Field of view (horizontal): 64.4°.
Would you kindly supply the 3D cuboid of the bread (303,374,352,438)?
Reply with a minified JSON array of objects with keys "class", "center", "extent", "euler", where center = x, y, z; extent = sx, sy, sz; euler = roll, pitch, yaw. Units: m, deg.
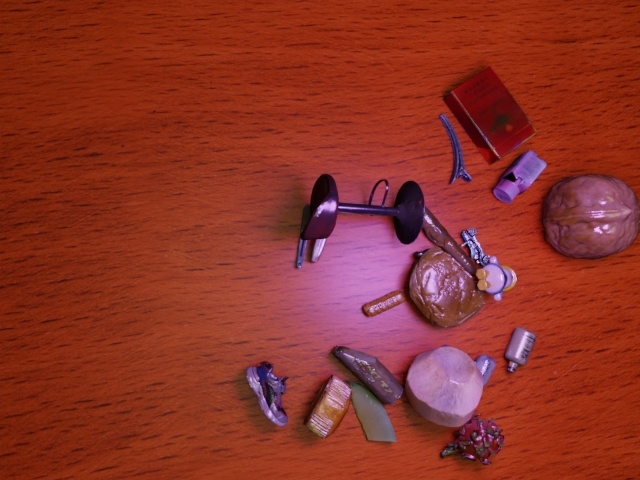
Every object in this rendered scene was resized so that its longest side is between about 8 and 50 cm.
[{"class":"bread","center":[0.029,0.555,1.692],"extent":[0.114,0.132,0.190],"euler":[35,84,-1]}]

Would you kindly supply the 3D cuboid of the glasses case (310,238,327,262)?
[{"class":"glasses case","center":[0.000,0.000,1.794],"extent":[0.041,0.063,0.164],"euler":[18,80,-2]}]

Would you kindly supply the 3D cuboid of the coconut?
[{"class":"coconut","center":[0.415,0.492,1.705],"extent":[0.259,0.259,0.259],"euler":[1,83,-7]}]

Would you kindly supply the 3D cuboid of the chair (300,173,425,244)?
[{"class":"chair","center":[0.122,-0.104,1.701],"extent":[0.400,0.226,0.227],"euler":[2,82,-19]}]

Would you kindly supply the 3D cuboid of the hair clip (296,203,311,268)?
[{"class":"hair clip","center":[-0.055,-0.014,1.800],"extent":[0.039,0.070,0.230],"euler":[9,89,-5]}]

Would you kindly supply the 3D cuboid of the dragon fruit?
[{"class":"dragon fruit","center":[0.520,0.699,1.742],"extent":[0.236,0.135,0.137],"euler":[-44,88,11]}]

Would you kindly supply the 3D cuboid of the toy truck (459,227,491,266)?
[{"class":"toy truck","center":[0.558,0.031,1.852],"extent":[0.078,0.080,0.154],"euler":[-28,87,8]}]

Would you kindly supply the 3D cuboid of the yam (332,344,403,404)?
[{"class":"yam","center":[0.161,0.442,1.738],"extent":[0.106,0.106,0.259],"euler":[-44,91,-10]}]

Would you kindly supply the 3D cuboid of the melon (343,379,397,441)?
[{"class":"melon","center":[0.163,0.590,1.758],"extent":[0.114,0.053,0.262],"euler":[-34,84,9]}]

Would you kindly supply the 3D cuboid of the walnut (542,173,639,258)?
[{"class":"walnut","center":[0.944,-0.085,1.776],"extent":[0.306,0.344,0.306],"euler":[2,84,-16]}]

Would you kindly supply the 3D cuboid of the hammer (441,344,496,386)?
[{"class":"hammer","center":[0.516,0.431,1.805],"extent":[0.194,0.069,0.116],"euler":[30,81,6]}]

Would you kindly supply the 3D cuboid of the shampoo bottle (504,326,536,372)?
[{"class":"shampoo bottle","center":[0.708,0.397,1.818],"extent":[0.079,0.079,0.162],"euler":[27,80,-3]}]

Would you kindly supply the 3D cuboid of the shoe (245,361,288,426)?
[{"class":"shoe","center":[-0.152,0.499,1.693],"extent":[0.125,0.099,0.228],"euler":[-32,83,-7]}]

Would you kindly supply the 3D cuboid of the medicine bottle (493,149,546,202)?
[{"class":"medicine bottle","center":[0.729,-0.231,1.880],"extent":[0.094,0.119,0.188],"euler":[43,80,0]}]

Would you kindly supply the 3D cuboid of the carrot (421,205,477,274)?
[{"class":"carrot","center":[0.458,0.007,1.848],"extent":[0.070,0.070,0.342],"euler":[-42,91,-10]}]

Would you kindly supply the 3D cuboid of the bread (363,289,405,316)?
[{"class":"bread","center":[0.226,0.223,1.801],"extent":[0.157,0.044,0.052],"euler":[-23,80,-10]}]

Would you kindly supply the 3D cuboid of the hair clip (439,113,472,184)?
[{"class":"hair clip","center":[0.500,-0.347,1.914],"extent":[0.083,0.048,0.275],"euler":[-9,79,-6]}]

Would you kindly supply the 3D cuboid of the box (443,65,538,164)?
[{"class":"box","center":[0.639,-0.470,1.917],"extent":[0.197,0.089,0.313],"euler":[-34,87,-11]}]

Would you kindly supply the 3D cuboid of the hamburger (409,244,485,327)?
[{"class":"hamburger","center":[0.419,0.176,1.787],"extent":[0.211,0.132,0.309],"euler":[-38,91,-14]}]

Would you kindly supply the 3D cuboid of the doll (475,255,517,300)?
[{"class":"doll","center":[0.622,0.135,1.785],"extent":[0.099,0.241,0.135],"euler":[-44,64,23]}]
